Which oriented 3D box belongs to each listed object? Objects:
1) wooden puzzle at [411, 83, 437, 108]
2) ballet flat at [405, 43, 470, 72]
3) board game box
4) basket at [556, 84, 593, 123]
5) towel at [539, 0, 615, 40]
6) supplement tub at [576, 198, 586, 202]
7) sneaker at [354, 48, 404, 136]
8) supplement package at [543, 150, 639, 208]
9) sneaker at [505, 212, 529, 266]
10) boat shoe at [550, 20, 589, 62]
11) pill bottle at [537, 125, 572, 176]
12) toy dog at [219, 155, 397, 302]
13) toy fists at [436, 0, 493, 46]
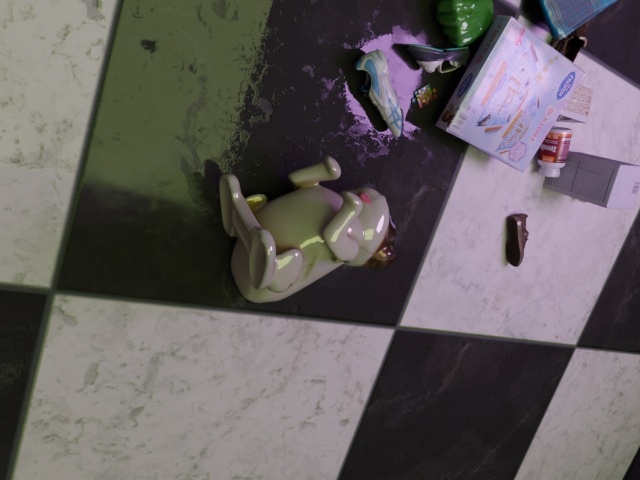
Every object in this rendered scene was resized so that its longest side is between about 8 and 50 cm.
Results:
[{"bbox_3d":[0.282,-0.392,1.414,0.083,0.006,0.049,-34,122,-13],"label":"wooden puzzle"},{"bbox_3d":[0.307,-0.473,1.359,0.203,0.074,0.074,-9,114,-28],"label":"ballet flat"},{"bbox_3d":[0.523,-0.389,1.431,0.318,0.066,0.318,20,107,-28],"label":"board game box"},{"bbox_3d":[0.731,-0.421,1.581,0.167,0.113,0.103,2,102,-37],"label":"basket"},{"bbox_3d":[0.675,-0.772,1.416,0.271,0.040,0.370,-35,111,-13],"label":"towel"},{"bbox_3d":[0.948,-0.188,1.826,0.107,0.071,0.071,-34,122,-12],"label":"supplement tub"},{"bbox_3d":[0.153,-0.363,1.320,0.086,0.085,0.237,-21,126,10],"label":"sneaker"},{"bbox_3d":[0.871,-0.201,1.673,0.134,0.244,0.139,-1,111,-28],"label":"supplement package"},{"bbox_3d":[0.673,-0.001,1.753,0.071,0.066,0.188,-20,119,-22],"label":"sneaker"},{"bbox_3d":[0.747,-0.590,1.536,0.095,0.095,0.257,21,98,-34],"label":"boat shoe"},{"bbox_3d":[0.745,-0.283,1.665,0.086,0.086,0.152,-8,113,-26],"label":"pill bottle"},{"bbox_3d":[0.000,0.000,1.262,0.408,0.284,0.395,-14,129,-23],"label":"toy dog"},{"bbox_3d":[0.347,-0.633,1.301,0.142,0.096,0.279,-33,123,-32],"label":"toy fists"}]
